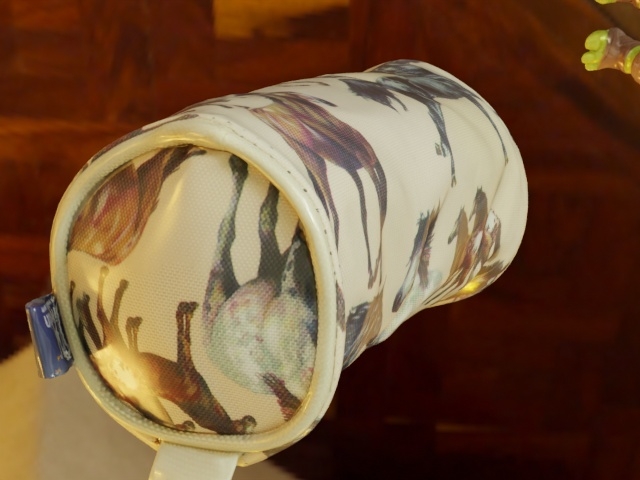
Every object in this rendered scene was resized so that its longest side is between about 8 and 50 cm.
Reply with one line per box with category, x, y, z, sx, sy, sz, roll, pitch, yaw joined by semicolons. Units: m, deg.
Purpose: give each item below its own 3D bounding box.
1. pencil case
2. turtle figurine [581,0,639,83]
pencil case;0.000;0.000;0.964;0.160;0.410;0.184;21;106;15
turtle figurine;0.326;-0.153;1.451;0.087;0.217;0.269;-32;143;-21
